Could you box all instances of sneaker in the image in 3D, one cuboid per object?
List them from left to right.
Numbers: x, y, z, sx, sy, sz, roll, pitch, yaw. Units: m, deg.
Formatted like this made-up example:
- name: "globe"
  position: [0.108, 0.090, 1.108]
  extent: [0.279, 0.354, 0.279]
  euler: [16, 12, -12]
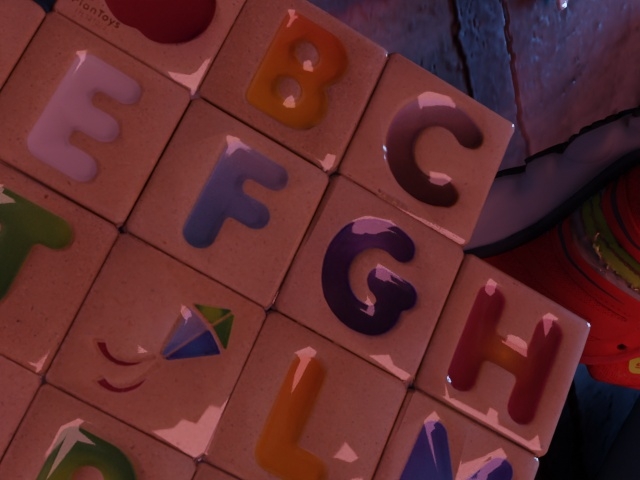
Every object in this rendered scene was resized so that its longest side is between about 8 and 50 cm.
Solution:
- name: "sneaker"
  position: [0.150, 0.004, 0.586]
  extent: [0.107, 0.279, 0.118]
  euler: [-17, 84, -38]

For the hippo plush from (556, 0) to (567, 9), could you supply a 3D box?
- name: "hippo plush"
  position: [0.169, -0.161, 0.540]
  extent: [0.234, 0.236, 0.294]
  euler: [-25, 139, -16]

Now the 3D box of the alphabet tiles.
- name: "alphabet tiles"
  position: [-0.064, 0.057, 0.433]
  extent: [0.285, 0.011, 0.343]
  euler: [30, 66, -11]

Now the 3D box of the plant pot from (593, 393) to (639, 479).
- name: "plant pot"
  position: [0.268, 0.235, 0.802]
  extent: [0.293, 0.293, 0.235]
  euler: [22, 103, -47]
